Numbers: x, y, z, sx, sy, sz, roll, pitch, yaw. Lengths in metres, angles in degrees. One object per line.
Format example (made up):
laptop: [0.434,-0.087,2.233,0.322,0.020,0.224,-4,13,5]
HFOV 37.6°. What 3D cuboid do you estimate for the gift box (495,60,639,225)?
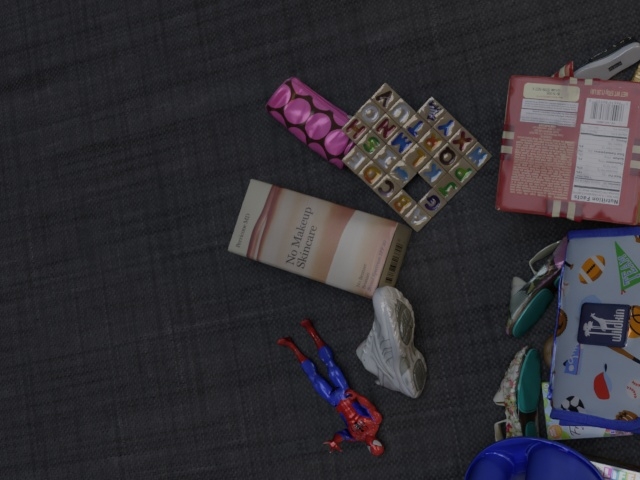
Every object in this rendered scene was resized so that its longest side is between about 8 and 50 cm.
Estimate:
gift box: [0.439,-0.162,1.548,0.255,0.258,0.276,12,95,19]

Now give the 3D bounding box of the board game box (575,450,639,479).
board game box: [0.491,0.382,1.546,0.154,0.103,0.026,11,86,18]

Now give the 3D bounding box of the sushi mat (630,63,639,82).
sushi mat: [0.664,-0.189,1.607,0.317,0.019,0.151,30,93,19]

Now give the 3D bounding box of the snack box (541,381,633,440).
snack box: [0.455,0.286,1.604,0.141,0.037,0.100,-7,80,16]

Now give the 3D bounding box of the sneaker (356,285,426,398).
sneaker: [0.110,0.182,1.658,0.115,0.090,0.232,1,121,27]

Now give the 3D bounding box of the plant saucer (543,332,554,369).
plant saucer: [0.430,0.196,1.636,0.083,0.015,0.083,-2,82,18]

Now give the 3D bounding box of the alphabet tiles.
alphabet tiles: [0.163,-0.165,1.719,0.237,0.009,0.198,43,98,-8]

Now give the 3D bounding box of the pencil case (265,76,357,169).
pencil case: [-0.004,-0.230,1.790,0.209,0.095,0.098,36,130,16]

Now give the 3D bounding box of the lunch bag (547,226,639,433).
lunch bag: [0.566,0.153,1.479,0.386,0.239,0.327,6,81,18]

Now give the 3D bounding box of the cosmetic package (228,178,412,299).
cosmetic package: [0.000,0.000,1.738,0.296,0.129,0.153,16,89,19]

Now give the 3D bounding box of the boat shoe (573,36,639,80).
boat shoe: [0.502,-0.313,1.666,0.142,0.049,0.040,-26,43,15]

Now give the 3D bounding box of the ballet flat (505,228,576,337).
ballet flat: [0.386,0.070,1.643,0.221,0.077,0.079,-48,54,2]

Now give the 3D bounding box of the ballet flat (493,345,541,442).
ballet flat: [0.335,0.302,1.621,0.077,0.091,0.241,-7,77,39]

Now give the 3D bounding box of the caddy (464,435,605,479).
caddy: [0.361,0.481,1.511,0.241,0.179,0.341,-19,103,27]

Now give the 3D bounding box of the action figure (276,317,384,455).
action figure: [0.018,0.275,1.698,0.091,0.139,0.280,-40,76,10]
